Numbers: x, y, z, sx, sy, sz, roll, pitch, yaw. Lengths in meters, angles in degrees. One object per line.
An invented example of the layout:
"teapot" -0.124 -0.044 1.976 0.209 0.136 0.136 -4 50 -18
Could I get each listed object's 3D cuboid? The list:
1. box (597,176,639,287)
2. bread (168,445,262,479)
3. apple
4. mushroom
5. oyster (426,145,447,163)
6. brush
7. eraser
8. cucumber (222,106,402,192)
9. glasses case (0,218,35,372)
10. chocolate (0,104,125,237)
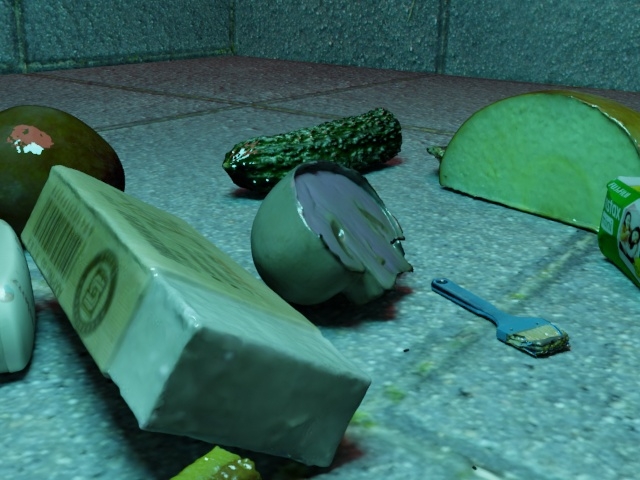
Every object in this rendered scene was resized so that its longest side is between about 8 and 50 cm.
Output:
"box" 0.390 0.010 0.704 0.180 0.103 0.250 1 19 -1
"bread" -0.065 0.145 0.302 0.035 0.090 0.094 18 25 29
"apple" 0.334 -0.100 0.991 0.346 0.254 0.179 21 70 48
"mushroom" 0.000 0.000 0.698 0.117 0.141 0.188 -28 2 29
"oyster" 0.224 -0.135 1.161 0.122 0.045 0.146 -9 -12 -9
"brush" 0.154 0.064 0.669 0.051 0.014 0.164 -8 20 -28
"eraser" -0.114 0.039 0.548 0.144 0.078 0.343 25 4 -35
"cucumber" -0.009 -0.130 1.112 0.096 0.096 0.359 16 26 36
"glasses case" -0.267 0.040 0.612 0.051 0.081 0.204 -9 23 -22
"chocolate" -0.306 -0.076 0.834 0.177 0.176 0.176 1 19 0
